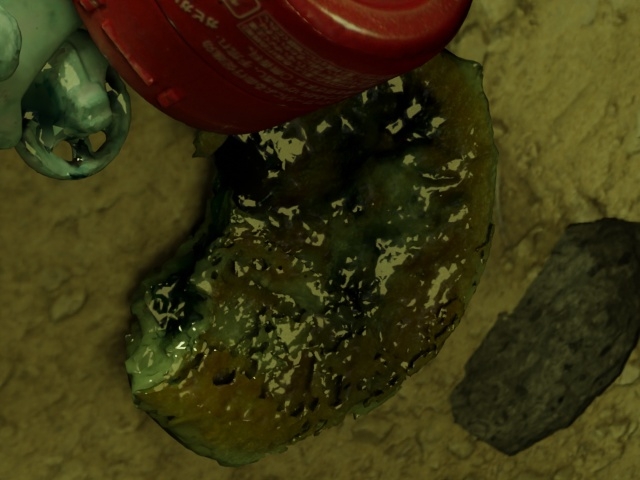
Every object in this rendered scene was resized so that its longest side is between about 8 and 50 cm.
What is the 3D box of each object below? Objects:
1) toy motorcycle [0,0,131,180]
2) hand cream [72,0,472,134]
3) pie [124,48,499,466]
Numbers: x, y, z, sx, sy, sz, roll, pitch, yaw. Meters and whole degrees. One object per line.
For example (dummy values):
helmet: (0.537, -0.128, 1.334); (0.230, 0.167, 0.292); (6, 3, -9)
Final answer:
toy motorcycle: (-0.220, -0.138, 0.833); (0.260, 0.154, 0.206); (1, 90, -40)
hand cream: (-0.026, -0.183, 0.855); (0.230, 0.149, 0.230); (14, 69, -39)
pie: (0.000, 0.000, 1.076); (0.296, 0.078, 0.371); (4, 111, -35)
